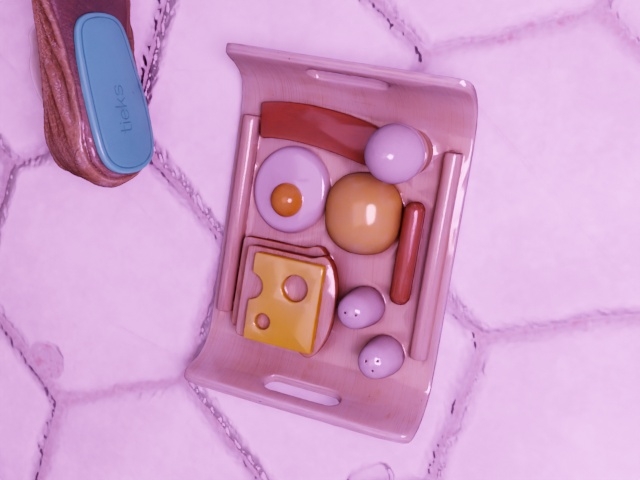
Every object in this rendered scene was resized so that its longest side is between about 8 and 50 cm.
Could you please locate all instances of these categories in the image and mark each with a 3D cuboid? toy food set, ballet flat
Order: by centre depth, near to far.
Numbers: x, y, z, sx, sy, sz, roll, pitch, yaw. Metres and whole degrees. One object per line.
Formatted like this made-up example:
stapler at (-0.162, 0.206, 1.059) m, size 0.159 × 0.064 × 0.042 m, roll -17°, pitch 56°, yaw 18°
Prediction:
toy food set at (0.000, 0.000, 0.811) m, size 0.219 × 0.092 × 0.306 m, roll 12°, pitch 99°, yaw 18°
ballet flat at (-0.230, -0.218, 0.879) m, size 0.124 × 0.116 × 0.343 m, roll 0°, pitch 100°, yaw 39°
